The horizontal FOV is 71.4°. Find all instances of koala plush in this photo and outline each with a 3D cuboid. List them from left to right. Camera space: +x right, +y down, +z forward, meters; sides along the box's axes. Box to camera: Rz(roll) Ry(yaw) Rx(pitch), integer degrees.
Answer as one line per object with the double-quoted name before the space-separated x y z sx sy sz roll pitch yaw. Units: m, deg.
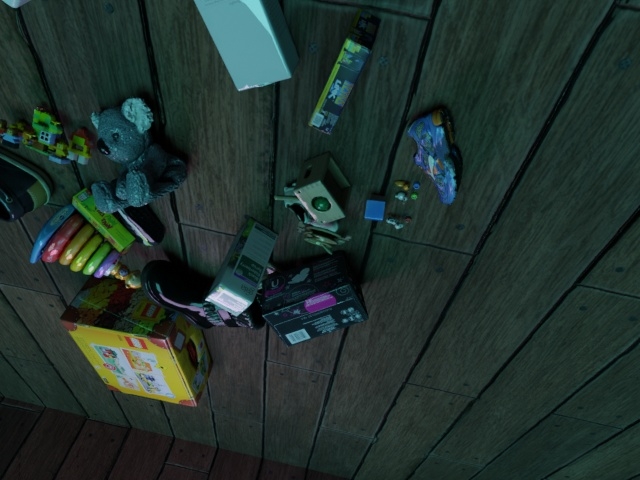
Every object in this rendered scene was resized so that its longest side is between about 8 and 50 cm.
"koala plush" -0.424 -0.202 1.008 0.196 0.203 0.221 -6 113 37

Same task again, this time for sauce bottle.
"sauce bottle" -0.603 0.021 1.354 0.042 0.042 0.128 34 133 -20

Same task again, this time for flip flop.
"flip flop" -0.154 0.126 1.314 0.277 0.080 0.112 30 135 -16

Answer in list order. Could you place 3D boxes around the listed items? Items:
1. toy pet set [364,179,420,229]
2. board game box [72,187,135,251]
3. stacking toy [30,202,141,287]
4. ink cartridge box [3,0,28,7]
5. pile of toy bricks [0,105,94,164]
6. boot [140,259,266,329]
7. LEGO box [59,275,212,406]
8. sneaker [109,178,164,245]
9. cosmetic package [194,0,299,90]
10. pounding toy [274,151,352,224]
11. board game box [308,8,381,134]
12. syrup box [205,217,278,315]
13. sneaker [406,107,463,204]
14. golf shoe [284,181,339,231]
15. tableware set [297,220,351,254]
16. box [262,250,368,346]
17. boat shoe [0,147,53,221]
"toy pet set" 0.164 -0.074 1.034 0.114 0.065 0.122 8 136 7
"board game box" -0.596 -0.053 1.222 0.181 0.043 0.092 50 151 -14
"stacking toy" -0.647 0.048 1.285 0.302 0.175 0.166 37 134 -18
"ink cartridge box" -0.318 -0.529 0.542 0.160 0.279 0.385 38 131 -22
"pile of toy bricks" -0.655 -0.261 1.048 0.213 0.118 0.105 21 105 6
"boot" -0.343 0.164 1.363 0.260 0.131 0.348 -7 144 30
"LEGO box" -0.636 0.381 1.623 0.373 0.193 0.499 9 136 6
"sneaker" -0.523 -0.063 1.216 0.097 0.084 0.234 -2 134 19
"cosmetic package" -0.134 -0.393 0.774 0.118 0.085 0.231 -5 135 20
"pounding toy" -0.012 -0.108 0.991 0.100 0.141 0.130 -17 128 30
"board game box" 0.042 -0.295 0.784 0.048 0.141 0.170 25 136 -7
"syrup box" -0.198 0.066 1.151 0.093 0.236 0.096 33 134 -17
"sneaker" 0.239 -0.168 0.921 0.087 0.083 0.221 1 131 33
"golf shoe" -0.026 -0.060 1.087 0.069 0.085 0.176 -31 122 35
"tableware set" 0.000 0.000 1.100 0.129 0.039 0.194 17 173 -3
"box" -0.016 0.162 1.230 0.248 0.142 0.163 -21 129 10
"boat shoe" -0.972 -0.202 1.144 0.501 0.155 0.186 28 137 -12
